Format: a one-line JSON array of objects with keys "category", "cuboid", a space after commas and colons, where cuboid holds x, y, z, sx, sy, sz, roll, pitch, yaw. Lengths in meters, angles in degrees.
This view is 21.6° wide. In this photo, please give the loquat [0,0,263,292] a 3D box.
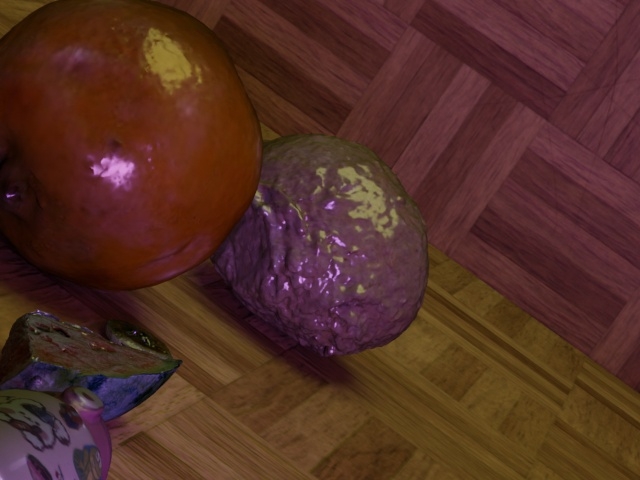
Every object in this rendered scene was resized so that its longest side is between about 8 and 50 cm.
[{"category": "loquat", "cuboid": [-0.220, -0.103, 1.759, 0.328, 0.328, 0.328, 33, 11, -7]}]

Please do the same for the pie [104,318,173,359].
[{"category": "pie", "cuboid": [-0.187, 0.104, 1.716, 0.084, 0.021, 0.084, 34, 11, -7]}]

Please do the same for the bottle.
[{"category": "bottle", "cuboid": [-0.215, 0.162, 1.137, 0.120, 0.120, 0.253, 35, 12, 5]}]

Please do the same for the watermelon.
[{"category": "watermelon", "cuboid": [-0.221, 0.114, 1.480, 0.139, 0.071, 0.187, 34, 17, 35]}]

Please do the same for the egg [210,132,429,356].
[{"category": "egg", "cuboid": [0.000, 0.000, 2.103, 0.279, 0.279, 0.310, 20, 21, -52]}]
